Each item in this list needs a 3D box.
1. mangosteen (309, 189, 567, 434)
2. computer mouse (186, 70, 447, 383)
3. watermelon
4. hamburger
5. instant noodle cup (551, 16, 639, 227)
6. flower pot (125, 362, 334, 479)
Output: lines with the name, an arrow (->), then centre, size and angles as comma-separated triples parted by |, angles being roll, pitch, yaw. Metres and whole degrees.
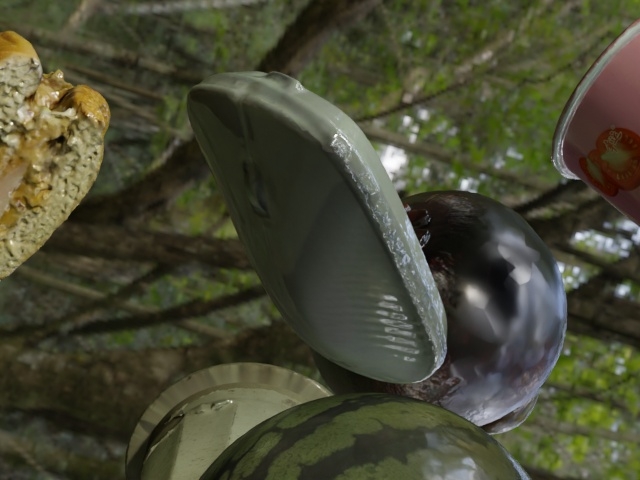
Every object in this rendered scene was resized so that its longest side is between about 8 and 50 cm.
mangosteen -> 0.148, 0.109, 1.427 | 0.347, 0.307, 0.306 | 61, 34, -37
computer mouse -> -0.004, 0.004, 0.945 | 0.095, 0.197, 0.331 | -50, 139, -21
watermelon -> 0.021, 0.181, 0.601 | 0.212, 0.212, 0.212 | 17, 90, -87
hamburger -> -0.289, -0.052, 0.946 | 0.283, 0.144, 0.156 | -44, -149, 18
instant noodle cup -> 0.384, -0.079, 1.130 | 0.243, 0.231, 0.243 | -29, 150, -19
flower pot -> -0.072, 0.227, 0.924 | 0.202, 0.212, 0.212 | -67, 174, -72
